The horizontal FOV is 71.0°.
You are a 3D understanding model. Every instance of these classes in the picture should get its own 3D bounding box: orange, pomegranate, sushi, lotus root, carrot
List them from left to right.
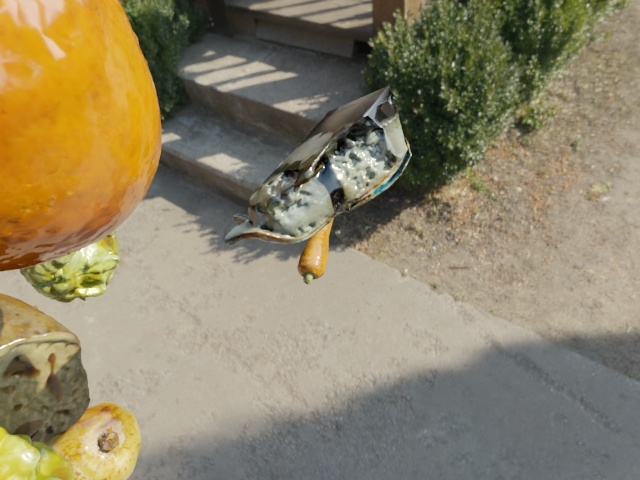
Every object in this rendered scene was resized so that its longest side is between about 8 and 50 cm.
[{"bbox_3d":[-0.355,-0.159,0.422,0.326,0.423,0.424,-36,53,-19],"label":"orange"},{"bbox_3d":[-0.594,0.238,0.754,0.250,0.316,0.316,31,61,16],"label":"lotus root"},{"bbox_3d":[-0.514,0.468,1.004,0.216,0.215,0.215,-5,50,6],"label":"pomegranate"},{"bbox_3d":[0.000,0.000,1.038,0.061,0.061,0.256,4,42,14],"label":"carrot"},{"bbox_3d":[0.004,-0.063,0.582,0.273,0.109,0.134,-51,24,-20],"label":"sushi"}]

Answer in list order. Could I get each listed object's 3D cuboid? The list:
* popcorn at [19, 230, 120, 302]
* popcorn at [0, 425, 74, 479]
[{"bbox_3d":[-0.810,0.062,1.456,0.275,0.279,0.335,27,101,5],"label":"popcorn"},{"bbox_3d":[-0.417,0.337,0.527,0.235,0.250,0.241,-26,74,-38],"label":"popcorn"}]
